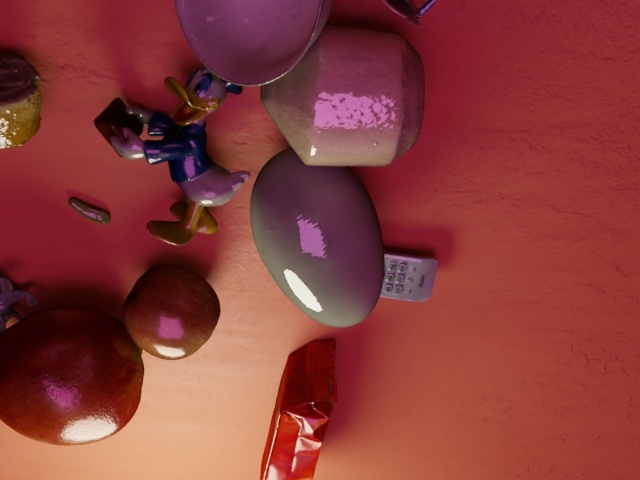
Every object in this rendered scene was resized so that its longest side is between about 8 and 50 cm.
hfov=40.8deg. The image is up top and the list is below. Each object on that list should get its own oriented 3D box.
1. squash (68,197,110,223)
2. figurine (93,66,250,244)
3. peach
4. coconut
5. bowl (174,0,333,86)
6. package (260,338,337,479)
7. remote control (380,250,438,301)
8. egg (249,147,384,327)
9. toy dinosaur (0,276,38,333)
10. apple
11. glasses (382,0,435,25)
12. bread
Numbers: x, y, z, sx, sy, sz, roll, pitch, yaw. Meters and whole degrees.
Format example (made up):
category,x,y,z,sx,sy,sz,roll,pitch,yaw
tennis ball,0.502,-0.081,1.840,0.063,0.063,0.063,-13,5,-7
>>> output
category,x,y,z,sx,sy,sz,roll,pitch,yaw
squash,-0.455,-0.057,1.688,0.089,0.027,0.027,25,123,-15
figurine,-0.247,-0.193,1.529,0.283,0.204,0.338,28,110,-10
peach,-0.531,0.276,1.774,0.332,0.308,0.307,7,127,-8
coconut,0.034,-0.238,1.416,0.266,0.237,0.237,-2,127,-5
bowl,-0.072,-0.400,1.329,0.313,0.146,0.313,12,109,39
package,-0.051,0.427,1.939,0.123,0.196,0.423,10,125,-5
remote control,0.088,0.058,1.749,0.293,0.051,0.103,7,118,-2
egg,0.000,0.000,1.589,0.230,0.230,0.371,-15,118,11
toy dinosaur,-0.646,0.078,1.755,0.129,0.076,0.383,17,123,16
apple,-0.303,0.143,1.735,0.174,0.188,0.188,35,120,-18
glasses,0.146,-0.478,1.359,0.190,0.088,0.220,37,99,-23
bread,-0.605,-0.247,1.450,0.257,0.186,0.124,16,130,-1
